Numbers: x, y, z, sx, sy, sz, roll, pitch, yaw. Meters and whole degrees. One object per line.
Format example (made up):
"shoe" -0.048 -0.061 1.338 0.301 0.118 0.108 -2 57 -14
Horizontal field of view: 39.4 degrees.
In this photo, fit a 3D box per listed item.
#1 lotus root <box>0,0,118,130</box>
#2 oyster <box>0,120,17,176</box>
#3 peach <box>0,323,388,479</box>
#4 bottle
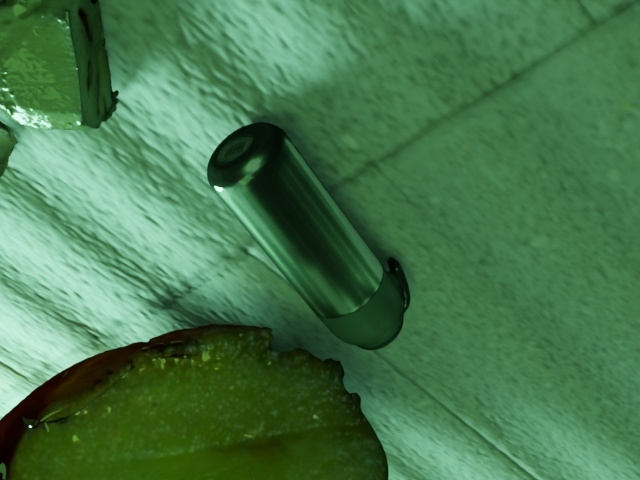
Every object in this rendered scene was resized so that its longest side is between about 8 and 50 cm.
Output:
"lotus root" -0.242 -0.149 0.718 0.144 0.070 0.143 1 134 11
"oyster" -0.465 -0.088 0.803 0.351 0.114 0.238 -10 140 27
"peach" -0.140 0.267 0.942 0.417 0.338 0.353 -8 170 18
"bottle" 0.000 0.000 0.818 0.096 0.079 0.253 -40 123 -5
